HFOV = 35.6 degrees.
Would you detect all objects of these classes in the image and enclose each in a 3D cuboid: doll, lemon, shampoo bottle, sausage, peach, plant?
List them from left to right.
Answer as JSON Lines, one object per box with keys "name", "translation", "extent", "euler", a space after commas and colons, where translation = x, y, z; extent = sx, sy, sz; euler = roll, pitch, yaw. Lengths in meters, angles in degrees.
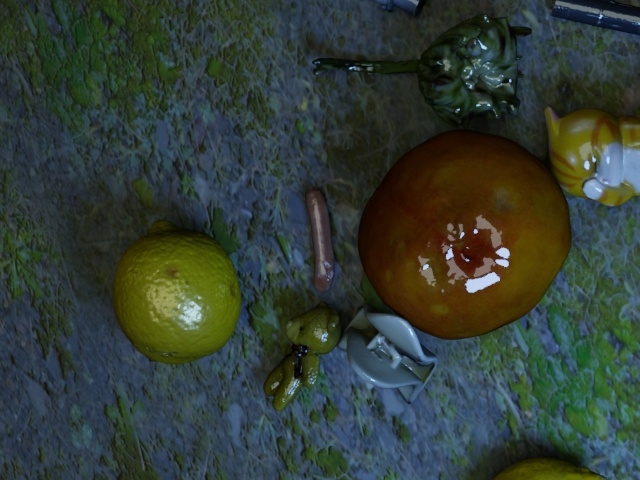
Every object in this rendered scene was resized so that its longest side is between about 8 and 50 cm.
{"name": "lemon", "translation": [-0.256, 0.093, 1.766], "extent": [0.228, 0.228, 0.254], "euler": [-7, 104, 15]}
{"name": "doll", "translation": [-0.041, 0.200, 1.767], "extent": [0.097, 0.137, 0.209], "euler": [31, 96, -21]}
{"name": "sausage", "translation": [0.000, 0.000, 1.796], "extent": [0.043, 0.043, 0.186], "euler": [-6, 92, 15]}
{"name": "shampoo bottle", "translation": [0.085, -0.460, 1.736], "extent": [0.214, 0.072, 0.072], "euler": [33, 100, 11]}
{"name": "plant", "translation": [0.188, -0.318, 1.683], "extent": [0.333, 0.251, 0.180], "euler": [31, 118, 40]}
{"name": "peach", "translation": [0.230, -0.011, 1.599], "extent": [0.342, 0.301, 0.343], "euler": [1, 96, 14]}
{"name": "lemon", "translation": [0.363, 0.456, 1.652], "extent": [0.256, 0.188, 0.188], "euler": [-29, 86, 20]}
{"name": "doll", "translation": [0.497, -0.138, 1.603], "extent": [0.269, 0.162, 0.167], "euler": [1, 124, 9]}

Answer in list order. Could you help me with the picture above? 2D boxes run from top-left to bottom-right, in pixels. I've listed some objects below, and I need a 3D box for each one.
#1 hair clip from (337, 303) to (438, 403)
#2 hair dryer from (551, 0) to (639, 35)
{"name": "hair clip", "translation": [0.110, 0.183, 1.668], "extent": [0.172, 0.282, 0.113], "euler": [38, 88, 11]}
{"name": "hair dryer", "translation": [0.492, -0.446, 1.647], "extent": [0.173, 0.050, 0.195], "euler": [17, 94, 10]}
